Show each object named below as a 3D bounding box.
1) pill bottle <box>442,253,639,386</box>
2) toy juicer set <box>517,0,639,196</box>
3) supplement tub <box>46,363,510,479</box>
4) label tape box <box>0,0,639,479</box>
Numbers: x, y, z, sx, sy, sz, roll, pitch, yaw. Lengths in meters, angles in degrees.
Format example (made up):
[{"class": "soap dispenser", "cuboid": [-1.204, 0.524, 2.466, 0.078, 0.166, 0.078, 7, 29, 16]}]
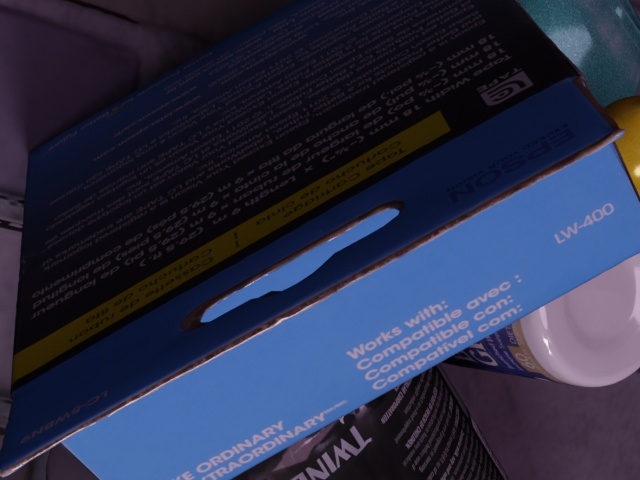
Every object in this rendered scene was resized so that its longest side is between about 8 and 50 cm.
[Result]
[{"class": "pill bottle", "cuboid": [0.093, 0.023, 0.967, 0.094, 0.169, 0.094, -2, 93, -33]}, {"class": "toy juicer set", "cuboid": [0.126, -0.097, 0.982, 0.089, 0.209, 0.329, -30, 114, 16]}, {"class": "supplement tub", "cuboid": [0.022, 0.183, 0.916, 0.193, 0.193, 0.316, -41, 114, -25]}, {"class": "label tape box", "cuboid": [0.000, 0.000, 0.762, 0.240, 0.334, 0.106, -29, 112, 5]}]
